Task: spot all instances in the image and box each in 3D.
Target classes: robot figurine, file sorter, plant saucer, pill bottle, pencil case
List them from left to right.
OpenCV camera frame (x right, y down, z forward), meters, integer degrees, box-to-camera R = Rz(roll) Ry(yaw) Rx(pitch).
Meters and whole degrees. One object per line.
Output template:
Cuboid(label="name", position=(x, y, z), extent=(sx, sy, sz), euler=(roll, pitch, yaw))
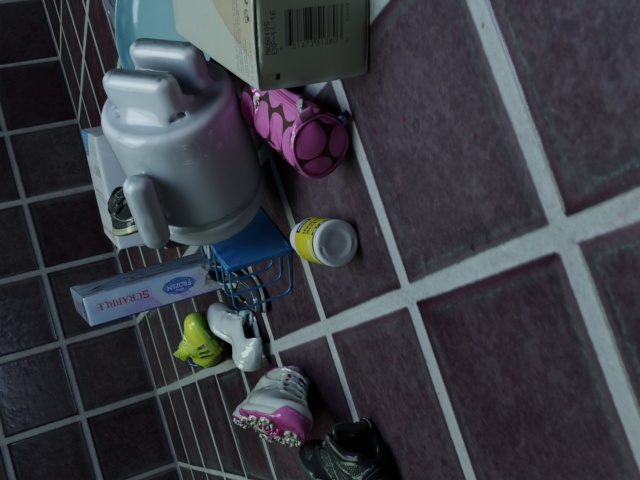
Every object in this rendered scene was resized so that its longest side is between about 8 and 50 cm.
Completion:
Cuboid(label="plant saucer", position=(-0.256, -0.386, 1.308), extent=(0.317, 0.043, 0.318), euler=(8, 101, 45))
Cuboid(label="robot figurine", position=(-0.200, -0.131, 1.157), extent=(0.199, 0.300, 0.354), euler=(14, 145, 25))
Cuboid(label="file sorter", position=(-0.135, 0.024, 1.334), extent=(0.170, 0.118, 0.105), euler=(50, 150, 46))
Cuboid(label="pencil case", position=(-0.041, -0.164, 1.025), extent=(0.098, 0.095, 0.209), euler=(52, 174, -37))
Cuboid(label="pill bottle", position=(0.000, 0.000, 1.062), extent=(0.116, 0.065, 0.065), euler=(8, 111, 66))

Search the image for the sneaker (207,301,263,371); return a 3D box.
Cuboid(label="sneaker", position=(-0.169, 0.175, 1.592), extent=(0.212, 0.080, 0.094), euler=(45, 128, 46))

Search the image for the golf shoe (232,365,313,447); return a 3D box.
Cuboid(label="golf shoe", position=(-0.069, 0.269, 1.298), extent=(0.115, 0.140, 0.306), euler=(34, 162, -9))

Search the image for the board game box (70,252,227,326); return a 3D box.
Cuboid(label="board game box", position=(-0.383, 0.102, 1.710), extent=(0.318, 0.318, 0.066), euler=(3, 107, 68))

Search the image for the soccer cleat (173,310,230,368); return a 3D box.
Cuboid(label="soccer cleat", position=(-0.281, 0.240, 1.738), extent=(0.289, 0.121, 0.094), euler=(87, 161, -70))

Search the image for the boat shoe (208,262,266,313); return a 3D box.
Cuboid(label="boat shoe", position=(-0.167, 0.096, 1.522), extent=(0.206, 0.064, 0.075), euler=(39, 139, 55))

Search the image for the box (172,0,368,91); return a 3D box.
Cuboid(label="box", position=(-0.076, -0.293, 0.952), extent=(0.311, 0.147, 0.121), euler=(42, 141, 51))

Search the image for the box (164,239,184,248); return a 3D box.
Cuboid(label="box", position=(-0.256, -0.120, 1.458), extent=(0.167, 0.168, 0.203), euler=(-139, 39, -56))

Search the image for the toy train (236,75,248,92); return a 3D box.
Cuboid(label="toy train", position=(-0.110, -0.266, 1.190), extent=(0.125, 0.046, 0.166), euler=(-109, 3, -72))

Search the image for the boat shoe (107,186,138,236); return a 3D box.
Cuboid(label="boat shoe", position=(-0.359, -0.060, 1.412), extent=(0.223, 0.080, 0.074), euler=(-156, 48, -68))

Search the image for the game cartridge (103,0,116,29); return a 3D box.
Cuboid(label="game cartridge", position=(-0.470, -0.578, 1.832), extent=(0.297, 0.062, 0.198), euler=(56, 155, 39))

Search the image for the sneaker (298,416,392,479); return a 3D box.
Cuboid(label="sneaker", position=(0.033, 0.320, 1.169), extent=(0.227, 0.087, 0.130), euler=(8, 110, 63))

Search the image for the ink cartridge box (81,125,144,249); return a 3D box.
Cuboid(label="ink cartridge box", position=(-0.437, -0.144, 1.835), extent=(0.198, 0.197, 0.270), euler=(27, 128, 61))
